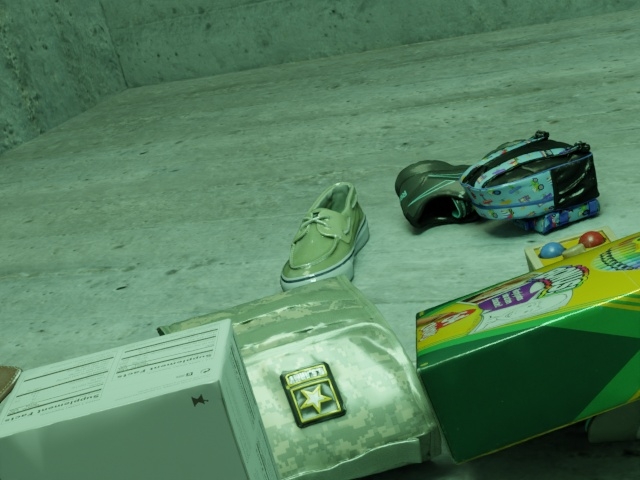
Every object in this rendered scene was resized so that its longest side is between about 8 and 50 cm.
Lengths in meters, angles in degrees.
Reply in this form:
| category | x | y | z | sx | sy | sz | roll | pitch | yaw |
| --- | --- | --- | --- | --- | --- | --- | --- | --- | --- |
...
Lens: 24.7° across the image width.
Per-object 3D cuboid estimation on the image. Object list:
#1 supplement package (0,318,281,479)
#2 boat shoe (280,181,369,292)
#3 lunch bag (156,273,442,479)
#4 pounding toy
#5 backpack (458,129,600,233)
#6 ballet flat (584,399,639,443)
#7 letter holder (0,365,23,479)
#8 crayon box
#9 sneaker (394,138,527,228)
| category | x | y | z | sx | sy | sz | roll | pitch | yaw |
| --- | --- | --- | --- | --- | --- | --- | --- | --- | --- |
| supplement package | -0.142 | 0.233 | 1.280 | 0.204 | 0.262 | 0.145 | -15 | 16 | 5 |
| boat shoe | 0.000 | 0.000 | 2.166 | 0.109 | 0.094 | 0.302 | -11 | 18 | 16 |
| lunch bag | -0.025 | 0.171 | 1.547 | 0.235 | 0.169 | 0.287 | -16 | 24 | -13 |
| pounding toy | 0.325 | 0.032 | 1.769 | 0.130 | 0.100 | 0.141 | -16 | 17 | 2 |
| backpack | 0.295 | -0.075 | 2.102 | 0.173 | 0.117 | 0.158 | -20 | 18 | -15 |
| ballet flat | 0.356 | 0.152 | 1.436 | 0.213 | 0.072 | 0.068 | -27 | 51 | -26 |
| letter holder | -0.378 | 0.271 | 1.521 | 0.214 | 0.152 | 0.302 | -2 | 27 | 30 |
| crayon box | 0.258 | 0.088 | 1.480 | 0.313 | 0.106 | 0.363 | -22 | 4 | 5 |
| sneaker | 0.250 | -0.075 | 2.229 | 0.267 | 0.101 | 0.106 | -13 | 39 | 8 |
